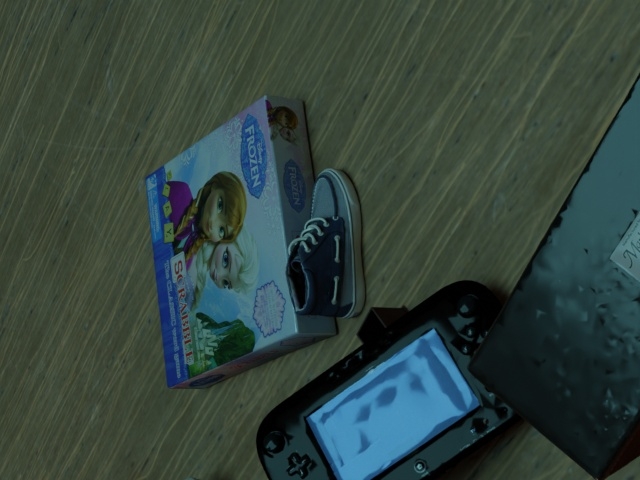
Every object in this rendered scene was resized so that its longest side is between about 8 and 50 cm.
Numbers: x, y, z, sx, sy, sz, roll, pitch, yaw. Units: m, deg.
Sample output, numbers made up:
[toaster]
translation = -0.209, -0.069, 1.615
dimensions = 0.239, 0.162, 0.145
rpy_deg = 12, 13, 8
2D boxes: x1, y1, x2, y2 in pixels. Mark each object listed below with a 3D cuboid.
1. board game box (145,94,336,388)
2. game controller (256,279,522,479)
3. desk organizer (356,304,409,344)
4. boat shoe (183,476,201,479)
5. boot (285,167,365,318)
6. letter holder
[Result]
[board game box]
translation = -0.118, 0.012, 1.724
dimensions = 0.318, 0.066, 0.318
rpy_deg = -28, 65, 48
[game controller]
translation = 0.079, 0.184, 1.360
dimensions = 0.319, 0.067, 0.166
rpy_deg = -37, 53, 14
[desk organizer]
translation = 0.097, 0.132, 1.444
dimensions = 0.130, 0.050, 0.047
rpy_deg = 53, 127, 41
[boat shoe]
translation = -0.193, 0.488, 1.768
dimensions = 0.112, 0.095, 0.335
rpy_deg = 24, 98, 61
[boot]
translation = 0.000, 0.000, 1.554
dimensions = 0.069, 0.086, 0.190
rpy_deg = -28, 65, 48
[letter holder]
translation = 0.299, 0.022, 1.092
dimensions = 0.152, 0.214, 0.302
rpy_deg = 40, 118, 27
